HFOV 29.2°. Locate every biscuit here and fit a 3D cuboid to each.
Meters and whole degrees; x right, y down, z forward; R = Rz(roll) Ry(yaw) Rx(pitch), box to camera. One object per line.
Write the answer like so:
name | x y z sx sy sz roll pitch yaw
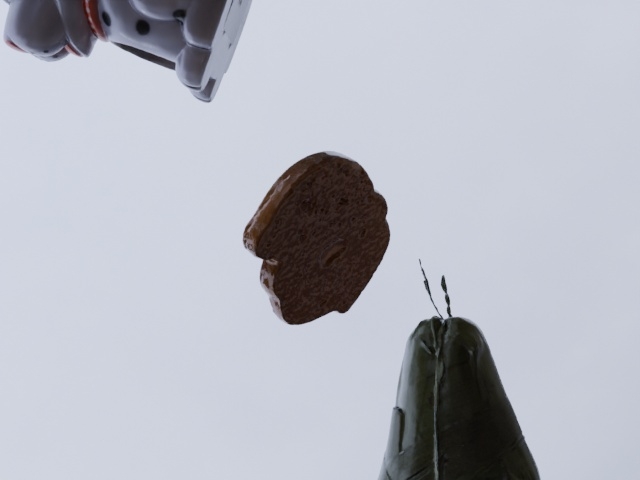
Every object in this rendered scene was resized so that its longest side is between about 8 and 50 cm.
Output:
biscuit | 0.000 0.000 0.768 0.102 0.019 0.130 -45 -39 -13

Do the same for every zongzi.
zongzi | 0.042 0.098 0.707 0.130 0.154 0.062 -23 -6 16

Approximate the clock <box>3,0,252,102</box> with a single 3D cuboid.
clock | -0.193 -0.240 1.124 0.189 0.254 0.189 -165 90 -89
